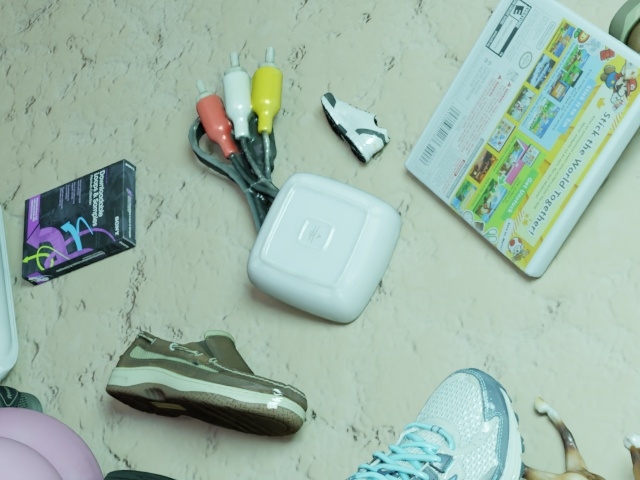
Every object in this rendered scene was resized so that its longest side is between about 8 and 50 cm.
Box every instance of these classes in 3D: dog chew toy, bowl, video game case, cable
[{"bbox_3d":[-0.323,0.274,1.213,0.207,0.332,0.206,0,88,-1],"label":"dog chew toy"},{"bbox_3d":[0.000,0.000,1.293,0.142,0.053,0.142,22,78,18],"label":"bowl"},{"bbox_3d":[0.202,-0.113,1.219,0.206,0.026,0.227,46,113,40],"label":"video game case"},{"bbox_3d":[-0.084,-0.083,1.403,0.139,0.072,0.287,-24,55,16],"label":"cable"}]

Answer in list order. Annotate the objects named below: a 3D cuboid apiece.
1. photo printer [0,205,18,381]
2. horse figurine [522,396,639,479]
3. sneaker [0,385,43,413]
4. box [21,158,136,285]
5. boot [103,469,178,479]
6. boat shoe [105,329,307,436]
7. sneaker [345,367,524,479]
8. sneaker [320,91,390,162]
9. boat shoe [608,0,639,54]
[{"bbox_3d":[-0.502,0.096,1.566,0.256,0.107,0.307,-30,54,18],"label":"photo printer"},{"bbox_3d":[0.174,0.250,1.069,0.263,0.066,0.174,-49,44,0],"label":"horse figurine"},{"bbox_3d":[-0.430,0.254,1.425,0.227,0.130,0.087,-52,48,3],"label":"sneaker"},{"bbox_3d":[-0.298,-0.023,1.544,0.162,0.029,0.116,-20,57,23],"label":"box"},{"bbox_3d":[-0.171,0.400,1.180,0.260,0.131,0.348,-64,29,14],"label":"boot"},{"bbox_3d":[-0.116,0.135,1.303,0.257,0.095,0.095,5,64,36],"label":"boat shoe"},{"bbox_3d":[0.073,0.220,1.036,0.110,0.122,0.283,4,58,46],"label":"sneaker"},{"bbox_3d":[0.038,-0.129,1.377,0.044,0.040,0.109,-34,54,-6],"label":"sneaker"},{"bbox_3d":[0.416,-0.247,1.147,0.307,0.111,0.104,-44,54,20],"label":"boat shoe"}]
